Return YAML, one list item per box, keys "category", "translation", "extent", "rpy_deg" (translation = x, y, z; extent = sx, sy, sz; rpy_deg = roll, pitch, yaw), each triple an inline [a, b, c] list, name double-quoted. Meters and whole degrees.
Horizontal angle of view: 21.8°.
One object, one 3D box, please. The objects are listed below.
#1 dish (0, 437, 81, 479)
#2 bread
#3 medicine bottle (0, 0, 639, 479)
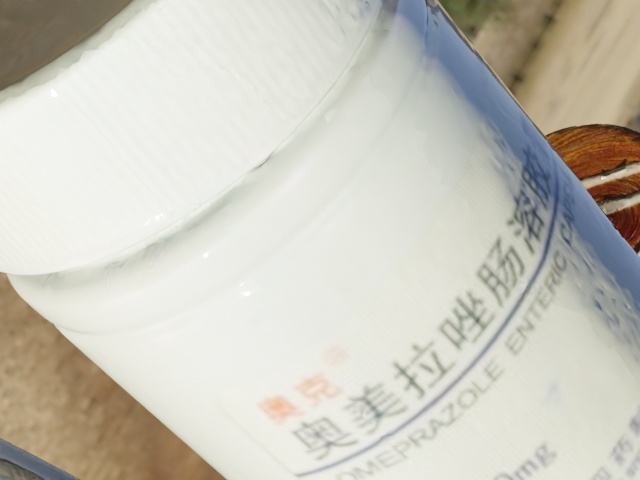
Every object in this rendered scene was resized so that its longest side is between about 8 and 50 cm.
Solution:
- category: "dish"
  translation: [-0.182, 0.149, 0.853]
  extent: [0.151, 0.212, 0.077]
  rpy_deg: [-17, -129, 38]
- category: "bread"
  translation: [0.204, -0.008, 1.240]
  extent: [0.160, 0.160, 0.073]
  rpy_deg: [-59, 151, -8]
- category: "medicine bottle"
  translation: [0.000, 0.000, 0.656]
  extent: [0.190, 0.332, 0.190]
  rpy_deg: [-29, -146, 22]
